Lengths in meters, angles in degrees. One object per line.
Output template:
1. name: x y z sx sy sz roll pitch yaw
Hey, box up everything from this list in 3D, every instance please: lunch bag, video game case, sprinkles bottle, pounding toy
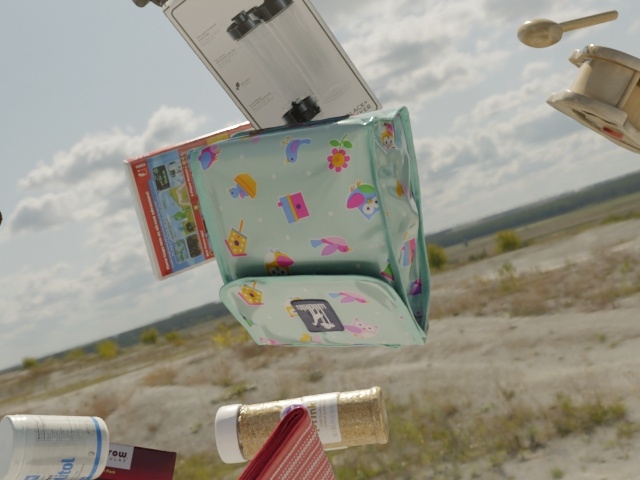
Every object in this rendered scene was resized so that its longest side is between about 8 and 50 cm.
1. lunch bag: 0.000 0.000 0.901 0.223 0.262 0.160 -5 13 23
2. video game case: -0.156 -0.075 1.300 0.285 0.204 0.025 -22 28 -23
3. sprinkles bottle: -0.038 0.390 1.708 0.355 0.121 0.121 -9 -1 8
4. pounding toy: 0.392 -0.213 1.028 0.269 0.155 0.154 24 8 -22

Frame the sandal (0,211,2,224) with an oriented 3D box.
1. sandal: -0.277 0.019 0.447 0.219 0.060 0.090 -29 4 17

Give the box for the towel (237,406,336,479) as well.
1. towel: -0.057 0.382 1.190 0.031 0.275 0.199 24 59 30

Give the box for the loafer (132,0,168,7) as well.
1. loafer: -0.257 -0.375 1.203 0.062 0.170 0.061 0 -56 -34

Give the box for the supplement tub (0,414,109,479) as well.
1. supplement tub: -0.294 0.228 0.886 0.107 0.071 0.071 10 -19 -37

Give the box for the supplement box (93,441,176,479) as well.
1. supplement box: -0.277 0.392 1.062 0.130 0.239 0.073 14 -23 -18

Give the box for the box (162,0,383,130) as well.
1. box: -0.065 -0.256 1.126 0.169 0.290 0.087 -38 23 4
